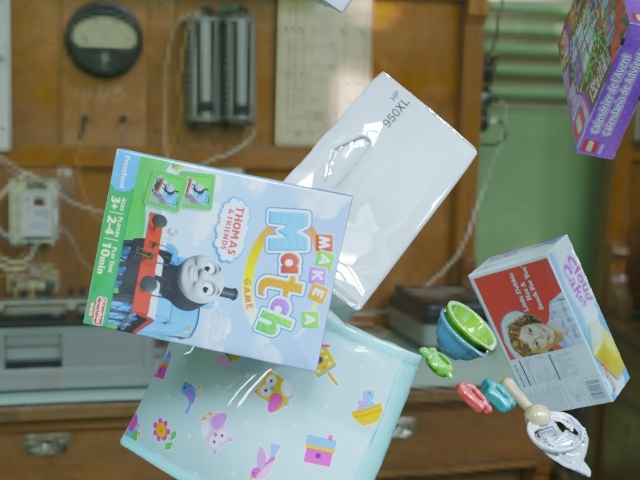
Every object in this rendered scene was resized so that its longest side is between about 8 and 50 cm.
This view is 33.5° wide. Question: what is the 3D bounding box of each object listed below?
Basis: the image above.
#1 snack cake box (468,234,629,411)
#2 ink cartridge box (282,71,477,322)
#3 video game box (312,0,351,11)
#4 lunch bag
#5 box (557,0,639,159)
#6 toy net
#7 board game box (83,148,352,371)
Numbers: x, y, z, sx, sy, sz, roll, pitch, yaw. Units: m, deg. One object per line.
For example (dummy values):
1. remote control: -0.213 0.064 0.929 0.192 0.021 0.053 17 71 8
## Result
1. snack cake box: 0.370 0.141 1.722 0.152 0.264 0.089 -19 10 40
2. ink cartridge box: 0.000 0.000 1.410 0.166 0.285 0.395 39 -27 -1
3. video game box: 0.036 -0.276 0.813 0.048 0.205 0.187 33 7 -23
4. lunch bag: -0.037 0.170 1.086 0.262 0.223 0.160 21 -4 34
5. box: 0.392 -0.277 1.453 0.057 0.201 0.293 11 40 -3
6. toy net: 0.205 0.163 1.105 0.232 0.045 0.122 41 18 -1
7. board game box: -0.090 0.017 0.946 0.212 0.160 0.039 11 3 0
